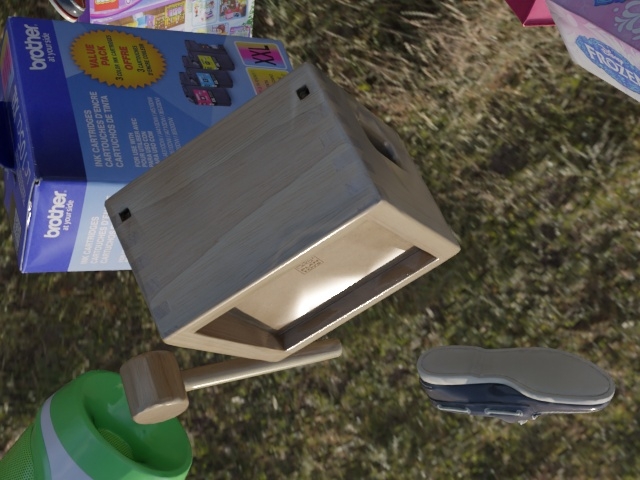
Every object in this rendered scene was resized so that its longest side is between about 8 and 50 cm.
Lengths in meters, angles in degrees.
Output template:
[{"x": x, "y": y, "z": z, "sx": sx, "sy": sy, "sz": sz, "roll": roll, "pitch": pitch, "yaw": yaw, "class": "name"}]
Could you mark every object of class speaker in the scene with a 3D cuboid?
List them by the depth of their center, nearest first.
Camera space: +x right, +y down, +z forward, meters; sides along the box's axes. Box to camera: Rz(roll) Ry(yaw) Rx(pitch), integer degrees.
[{"x": -0.231, "y": 0.241, "z": 0.816, "sx": 0.131, "sy": 0.131, "sz": 0.296, "roll": 35, "pitch": 107, "yaw": -23, "class": "speaker"}]

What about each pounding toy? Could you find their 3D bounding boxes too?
[{"x": -0.039, "y": 0.014, "z": 0.579, "sx": 0.206, "sy": 0.094, "sz": 0.181, "roll": -32, "pitch": 158, "yaw": 15, "class": "pounding toy"}]

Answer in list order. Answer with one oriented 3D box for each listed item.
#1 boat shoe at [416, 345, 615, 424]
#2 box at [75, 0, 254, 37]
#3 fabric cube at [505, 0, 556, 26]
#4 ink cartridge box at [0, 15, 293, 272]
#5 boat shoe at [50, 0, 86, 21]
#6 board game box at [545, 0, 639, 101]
[{"x": 0.203, "y": 0.156, "z": 1.092, "sx": 0.206, "sy": 0.075, "sz": 0.065, "roll": 4, "pitch": 124, "yaw": 24, "class": "boat shoe"}, {"x": -0.235, "y": -0.331, "z": 1.607, "sx": 0.293, "sy": 0.057, "sz": 0.201, "roll": -18, "pitch": 131, "yaw": -34, "class": "box"}, {"x": 0.437, "y": -0.544, "z": 1.802, "sx": 0.254, "sy": 0.258, "sz": 0.259, "roll": -5, "pitch": 138, "yaw": -25, "class": "fabric cube"}, {"x": -0.211, "y": -0.107, "z": 1.172, "sx": 0.395, "sy": 0.270, "sz": 0.151, "roll": -2, "pitch": 138, "yaw": -24, "class": "ink cartridge box"}, {"x": -0.227, "y": -0.258, "z": 0.920, "sx": 0.043, "sy": 0.049, "sz": 0.137, "roll": -22, "pitch": 73, "yaw": 14, "class": "boat shoe"}, {"x": 0.333, "y": -0.153, "z": 0.533, "sx": 0.319, "sy": 0.318, "sz": 0.066, "roll": -40, "pitch": 131, "yaw": 0, "class": "board game box"}]
